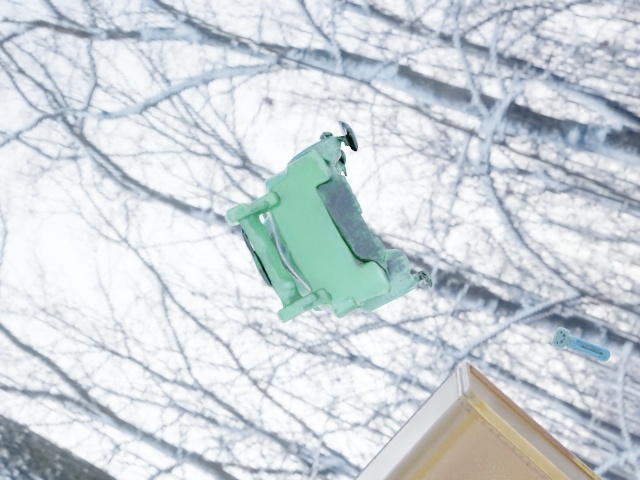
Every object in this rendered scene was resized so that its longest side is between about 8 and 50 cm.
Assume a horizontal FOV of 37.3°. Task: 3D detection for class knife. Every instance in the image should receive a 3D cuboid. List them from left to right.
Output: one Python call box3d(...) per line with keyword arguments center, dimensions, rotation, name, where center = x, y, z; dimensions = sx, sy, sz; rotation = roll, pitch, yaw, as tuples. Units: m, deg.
box3d(center=(0.337, 0.136, 1.216), dimensions=(0.096, 0.010, 0.027), rotation=(21, -90, -24), name="knife")

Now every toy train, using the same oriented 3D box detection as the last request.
box3d(center=(0.000, 0.000, 0.511), dimensions=(0.081, 0.099, 0.149), rotation=(-28, -3, -5), name="toy train")

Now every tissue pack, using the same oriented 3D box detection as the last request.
box3d(center=(0.101, 0.270, 0.792), dimensions=(0.274, 0.194, 0.145), rotation=(-50, -7, 6), name="tissue pack")
